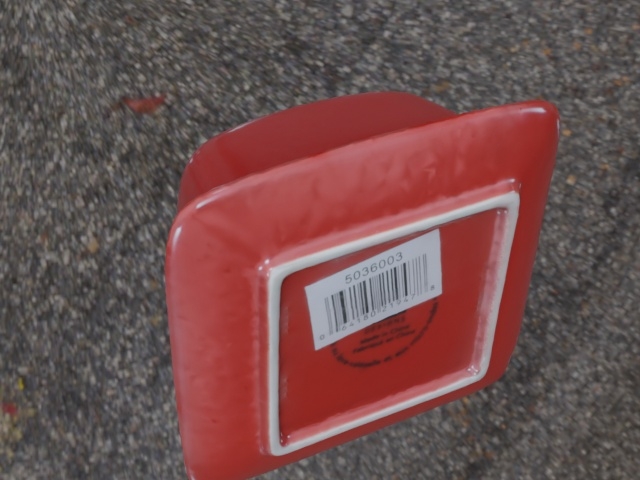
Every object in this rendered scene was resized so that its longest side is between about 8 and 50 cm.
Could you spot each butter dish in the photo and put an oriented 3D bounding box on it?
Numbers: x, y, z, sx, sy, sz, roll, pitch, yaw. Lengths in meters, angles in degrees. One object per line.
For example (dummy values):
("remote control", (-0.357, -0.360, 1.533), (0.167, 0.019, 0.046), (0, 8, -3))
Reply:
("butter dish", (0.000, 0.000, 0.445), (0.160, 0.118, 0.160), (-17, 135, -21))
